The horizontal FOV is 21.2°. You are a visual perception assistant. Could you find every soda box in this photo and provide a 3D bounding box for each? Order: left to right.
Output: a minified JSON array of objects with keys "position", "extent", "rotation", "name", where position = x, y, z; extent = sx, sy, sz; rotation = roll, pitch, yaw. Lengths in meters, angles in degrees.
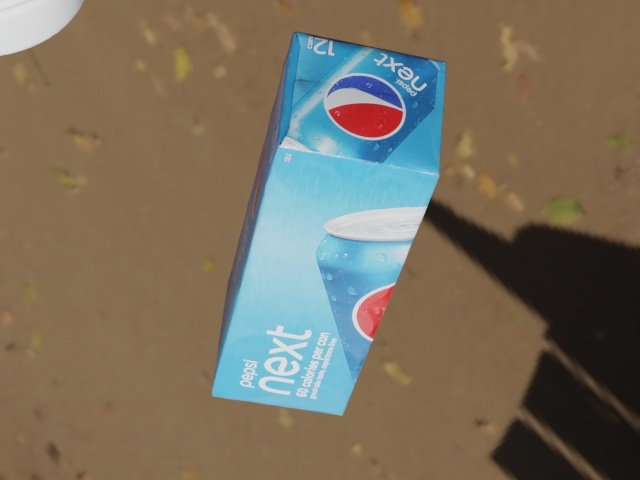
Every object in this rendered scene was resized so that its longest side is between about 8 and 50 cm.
[{"position":[0.000,0.000,0.804],"extent":[0.071,0.067,0.210],"rotation":[10,145,-6],"name":"soda box"}]

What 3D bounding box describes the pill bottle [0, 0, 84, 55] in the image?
[{"position":[-0.114,-0.137,0.520],"extent":[0.094,0.094,0.169],"rotation":[38,153,24],"name":"pill bottle"}]
